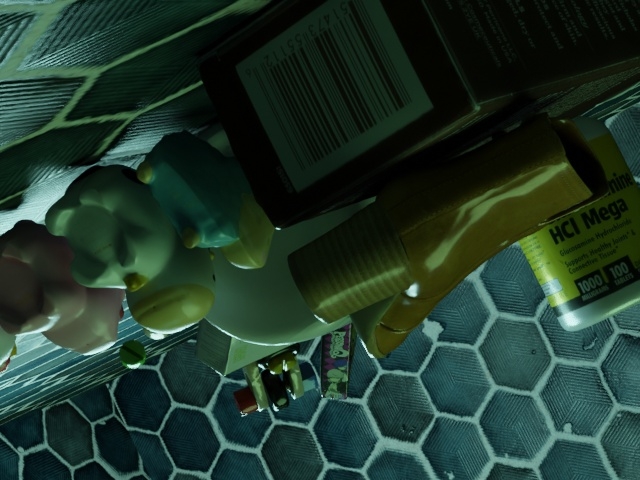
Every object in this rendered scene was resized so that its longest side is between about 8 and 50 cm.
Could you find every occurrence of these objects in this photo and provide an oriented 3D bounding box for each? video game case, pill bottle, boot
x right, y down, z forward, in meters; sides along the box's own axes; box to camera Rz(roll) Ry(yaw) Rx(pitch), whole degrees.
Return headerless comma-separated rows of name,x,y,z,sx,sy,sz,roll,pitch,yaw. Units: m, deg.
video game case,0.036,0.060,2.152,0.042,0.232,0.210,6,134,5
pill bottle,0.028,-0.032,1.483,0.204,0.204,0.361,-28,174,27
pill bottle,0.359,-0.054,2.283,0.188,0.334,0.188,-27,176,-2
boot,0.104,-0.005,1.136,0.211,0.104,0.295,-26,172,8

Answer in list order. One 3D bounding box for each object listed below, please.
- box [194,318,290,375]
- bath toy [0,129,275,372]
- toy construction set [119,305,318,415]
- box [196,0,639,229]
box,0.000,0.000,1.827,0.322,0.058,0.232,-20,132,-44
bath toy,-0.201,0.029,1.335,0.348,0.151,0.129,-24,-172,28
toy construction set,-0.133,0.084,2.078,0.309,0.257,0.237,0,163,-2
box,0.112,-0.140,1.166,0.191,0.143,0.381,-30,173,37
